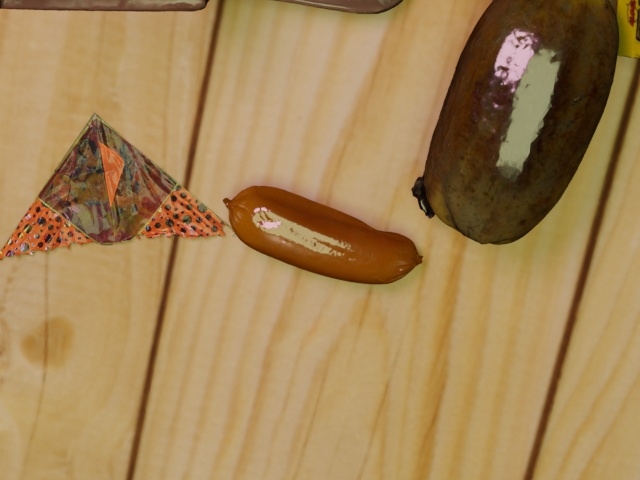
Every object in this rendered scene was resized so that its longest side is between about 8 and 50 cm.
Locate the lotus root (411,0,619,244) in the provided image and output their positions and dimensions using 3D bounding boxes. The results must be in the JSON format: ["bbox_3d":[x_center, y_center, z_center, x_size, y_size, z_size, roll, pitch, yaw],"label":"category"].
[{"bbox_3d":[0.164,-0.109,1.257,0.124,0.123,0.241,16,107,-12],"label":"lotus root"}]

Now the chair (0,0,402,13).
[{"bbox_3d":[-0.074,-0.261,1.189,0.326,0.183,0.176,3,106,2],"label":"chair"}]

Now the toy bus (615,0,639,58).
[{"bbox_3d":[0.280,-0.259,1.224,0.081,0.074,0.226,-6,107,-26],"label":"toy bus"}]

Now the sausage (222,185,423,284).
[{"bbox_3d":[0.000,0.000,1.325,0.183,0.054,0.062,21,133,-7],"label":"sausage"}]

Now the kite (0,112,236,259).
[{"bbox_3d":[-0.189,-0.051,1.341,0.222,0.008,0.125,-7,103,3],"label":"kite"}]
